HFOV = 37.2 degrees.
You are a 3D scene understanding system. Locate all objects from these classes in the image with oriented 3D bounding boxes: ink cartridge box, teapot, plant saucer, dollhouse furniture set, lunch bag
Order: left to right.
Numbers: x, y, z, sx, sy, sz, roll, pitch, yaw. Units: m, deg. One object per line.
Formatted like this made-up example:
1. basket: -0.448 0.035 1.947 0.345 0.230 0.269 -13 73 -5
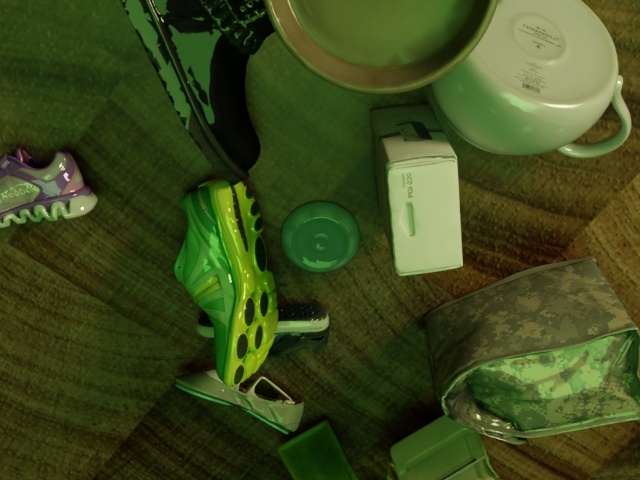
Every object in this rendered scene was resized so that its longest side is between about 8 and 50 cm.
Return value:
1. plant saucer: 0.000 0.000 1.402 0.119 0.021 0.119 0 115 0
2. plant saucer: 0.068 -0.307 1.086 0.277 0.041 0.278 4 112 11
3. dollhouse furniture set: 0.114 0.367 1.555 0.301 0.151 0.198 -29 135 -6
4. ink cartridge box: 0.124 -0.073 1.260 0.092 0.218 0.159 -6 115 2
5. teapot: 0.245 -0.200 1.221 0.252 0.256 0.187 -24 160 -27
6. lunch bag: 0.292 0.162 1.364 0.286 0.235 0.169 -12 113 5

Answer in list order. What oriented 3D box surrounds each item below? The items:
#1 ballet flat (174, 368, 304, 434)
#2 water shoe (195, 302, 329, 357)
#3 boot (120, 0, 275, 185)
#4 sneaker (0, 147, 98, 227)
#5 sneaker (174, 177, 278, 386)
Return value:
1. ballet flat: -0.124 0.237 1.497 0.213 0.072 0.068 26 85 -13
2. water shoe: -0.087 0.146 1.441 0.203 0.073 0.080 -2 118 1
3. boot: -0.084 -0.257 1.221 0.260 0.131 0.348 -24 123 0
4. sneaker: -0.437 -0.074 1.328 0.236 0.095 0.105 -10 108 -1
5. sneaker: -0.138 0.060 1.363 0.123 0.109 0.296 -5 91 33
